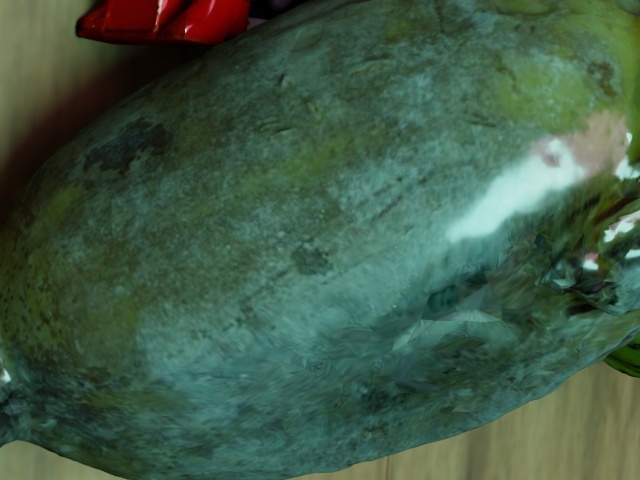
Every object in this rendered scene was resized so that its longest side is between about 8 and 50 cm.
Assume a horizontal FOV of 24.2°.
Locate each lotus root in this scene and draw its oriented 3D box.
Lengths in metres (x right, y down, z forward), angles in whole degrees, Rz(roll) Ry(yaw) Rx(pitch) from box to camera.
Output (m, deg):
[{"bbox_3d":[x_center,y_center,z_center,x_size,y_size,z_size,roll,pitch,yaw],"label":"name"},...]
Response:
[{"bbox_3d":[0.000,-0.001,0.573,0.350,0.175,0.175,-18,113,5],"label":"lotus root"}]

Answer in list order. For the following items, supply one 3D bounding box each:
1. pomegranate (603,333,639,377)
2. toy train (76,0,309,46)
[{"bbox_3d":[0.215,-0.047,0.716,0.277,0.222,0.204,-19,130,0],"label":"pomegranate"},{"bbox_3d":[-0.027,-0.174,0.614,0.131,0.083,0.203,9,91,-42],"label":"toy train"}]
